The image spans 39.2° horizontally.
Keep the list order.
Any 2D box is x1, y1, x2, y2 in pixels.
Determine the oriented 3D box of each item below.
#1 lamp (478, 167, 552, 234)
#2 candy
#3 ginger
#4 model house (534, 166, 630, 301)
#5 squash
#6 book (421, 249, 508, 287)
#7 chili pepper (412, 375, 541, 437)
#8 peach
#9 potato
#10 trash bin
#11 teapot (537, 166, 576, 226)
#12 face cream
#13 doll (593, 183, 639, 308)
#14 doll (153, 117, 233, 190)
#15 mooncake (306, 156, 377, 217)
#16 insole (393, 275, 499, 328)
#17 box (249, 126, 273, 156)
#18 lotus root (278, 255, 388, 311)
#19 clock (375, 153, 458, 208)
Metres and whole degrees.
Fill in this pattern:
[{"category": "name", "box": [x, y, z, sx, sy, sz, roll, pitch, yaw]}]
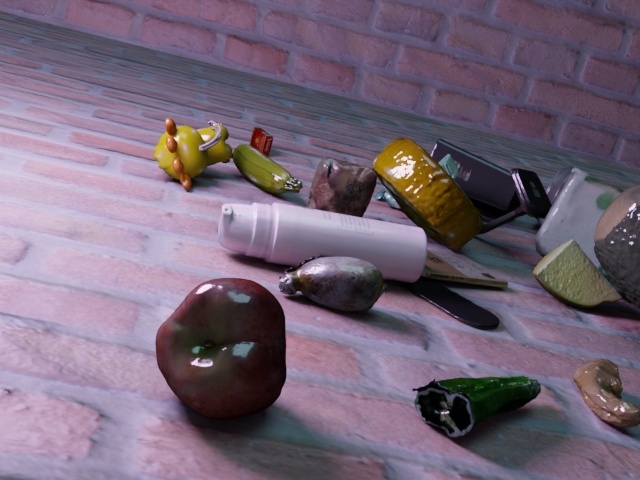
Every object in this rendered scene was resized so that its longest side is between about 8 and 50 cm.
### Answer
[{"category": "lamp", "box": [0.391, -0.073, 2.016, 0.283, 0.124, 0.203, -12, -10, 41]}, {"category": "candy", "box": [0.216, -0.094, 1.793, 0.260, 0.118, 0.260, 44, 1, -1]}, {"category": "ginger", "box": [0.395, 0.211, 1.251, 0.070, 0.051, 0.173, 10, 21, 2]}, {"category": "model house", "box": [0.618, -0.012, 1.933, 0.267, 0.194, 0.325, 29, 10, 11]}, {"category": "squash", "box": [-0.123, -0.146, 1.900, 0.066, 0.066, 0.252, 4, 20, -33]}, {"category": "book", "box": [0.233, 0.047, 1.656, 0.199, 0.016, 0.138, 9, 17, -32]}, {"category": "chili pepper", "box": [0.212, 0.193, 1.128, 0.088, 0.059, 0.227, 23, 16, 38]}, {"category": "peach", "box": [-0.093, 0.117, 0.975, 0.152, 0.152, 0.152, 14, 17, -4]}, {"category": "potato", "box": [0.468, 0.092, 1.694, 0.120, 0.081, 0.149, -36, 82, -25]}, {"category": "trash bin", "box": [0.383, -0.142, 2.211, 0.226, 0.115, 0.165, 26, 0, 20]}, {"category": "teapot", "box": [0.654, -0.077, 2.166, 0.225, 0.171, 0.203, 27, -25, 16]}, {"category": "face cream", "box": [0.000, 0.000, 1.475, 0.346, 0.102, 0.102, 9, 18, -14]}, {"category": "doll", "box": [0.671, 0.047, 1.637, 0.247, 0.247, 0.349, -9, 56, -54]}, {"category": "doll", "box": [-0.259, -0.176, 1.795, 0.135, 0.142, 0.221, -11, 6, 12]}, {"category": "mooncake", "box": [0.041, -0.094, 1.768, 0.125, 0.129, 0.073, 7, 21, -19]}, {"category": "insole", "box": [0.171, 0.073, 1.557, 0.119, 0.009, 0.348, -1, 23, -40]}, {"category": "box", "box": [-0.147, -0.245, 2.222, 0.023, 0.051, 0.082, 6, 19, -31]}, {"category": "lotus root", "box": [0.020, 0.061, 1.347, 0.165, 0.088, 0.088, 6, 17, 2]}, {"category": "clock", "box": [0.207, -0.131, 2.026, 0.148, 0.060, 0.189, -43, 24, -29]}]
